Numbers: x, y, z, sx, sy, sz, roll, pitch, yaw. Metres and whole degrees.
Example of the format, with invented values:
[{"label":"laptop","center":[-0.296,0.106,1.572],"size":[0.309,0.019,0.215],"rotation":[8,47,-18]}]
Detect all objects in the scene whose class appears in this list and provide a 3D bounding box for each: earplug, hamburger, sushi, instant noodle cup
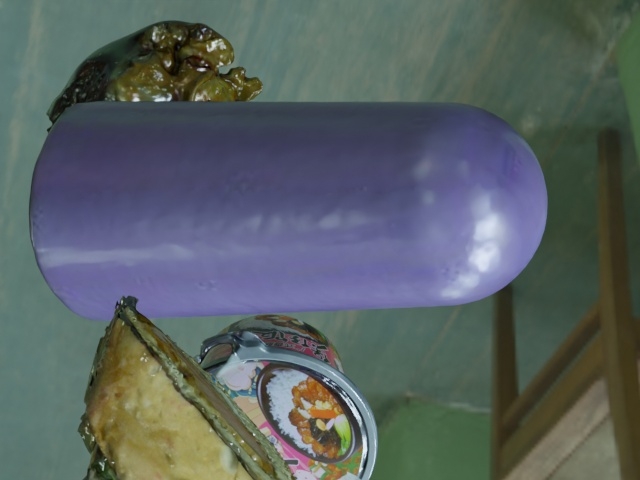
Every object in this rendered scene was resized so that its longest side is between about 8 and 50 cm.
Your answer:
[{"label":"earplug","center":[-0.022,-0.032,1.100],"size":[0.456,0.215,0.215],"rotation":[-1,138,29]},{"label":"hamburger","center":[-0.100,0.129,0.796],"size":[0.102,0.087,0.176],"rotation":[-42,89,13]},{"label":"sushi","center":[-0.200,-0.153,1.529],"size":[0.204,0.213,0.200],"rotation":[-11,144,41]},{"label":"instant noodle cup","center":[-0.063,0.203,1.497],"size":[0.258,0.181,0.302],"rotation":[-8,114,3]}]
